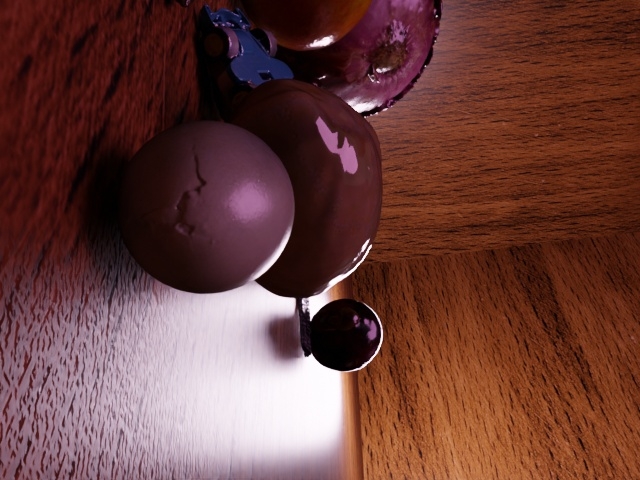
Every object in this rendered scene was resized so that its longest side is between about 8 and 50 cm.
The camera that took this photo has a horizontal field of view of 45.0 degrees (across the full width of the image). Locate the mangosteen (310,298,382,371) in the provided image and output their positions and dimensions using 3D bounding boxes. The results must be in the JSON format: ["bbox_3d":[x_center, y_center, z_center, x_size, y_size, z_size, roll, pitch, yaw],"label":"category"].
[{"bbox_3d":[0.046,0.181,1.509,0.152,0.152,0.152,-7,90,-86],"label":"mangosteen"}]

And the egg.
[{"bbox_3d":[-0.075,-0.022,0.507,0.152,0.114,0.114,-47,130,-81],"label":"egg"}]

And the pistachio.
[{"bbox_3d":[-0.024,-0.048,0.766,0.162,0.181,0.293,60,-14,23],"label":"pistachio"}]

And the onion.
[{"bbox_3d":[0.057,-0.413,1.482,0.345,0.358,0.358,-123,-159,-59],"label":"onion"}]

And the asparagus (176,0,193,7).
[{"bbox_3d":[-0.127,-0.277,0.793,0.236,0.027,0.034,-89,160,-62],"label":"asparagus"}]

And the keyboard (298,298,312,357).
[{"bbox_3d":[-0.032,0.122,1.464,0.060,0.018,0.195,70,13,-59],"label":"keyboard"}]

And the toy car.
[{"bbox_3d":[-0.092,-0.171,0.856,0.161,0.098,0.126,55,28,4],"label":"toy car"}]

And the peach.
[{"bbox_3d":[-0.018,-0.401,1.149,0.231,0.231,0.231,-7,90,-86],"label":"peach"}]
